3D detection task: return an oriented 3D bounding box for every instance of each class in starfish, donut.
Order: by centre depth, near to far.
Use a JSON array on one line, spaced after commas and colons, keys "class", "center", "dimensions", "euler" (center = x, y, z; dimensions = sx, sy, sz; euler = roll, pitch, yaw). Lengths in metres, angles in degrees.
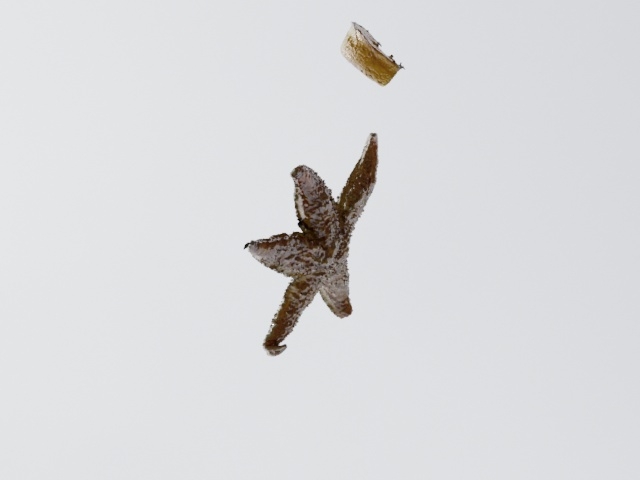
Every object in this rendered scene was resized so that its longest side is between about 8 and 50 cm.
[{"class": "starfish", "center": [0.001, 0.000, 1.499], "dimensions": [0.043, 0.227, 0.240], "euler": [22, -100, 24]}, {"class": "donut", "center": [0.052, -0.192, 1.627], "dimensions": [0.083, 0.067, 0.038], "euler": [43, -80, 13]}]
